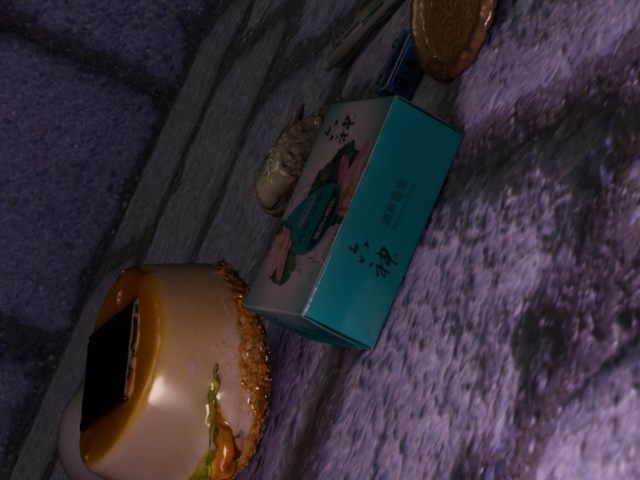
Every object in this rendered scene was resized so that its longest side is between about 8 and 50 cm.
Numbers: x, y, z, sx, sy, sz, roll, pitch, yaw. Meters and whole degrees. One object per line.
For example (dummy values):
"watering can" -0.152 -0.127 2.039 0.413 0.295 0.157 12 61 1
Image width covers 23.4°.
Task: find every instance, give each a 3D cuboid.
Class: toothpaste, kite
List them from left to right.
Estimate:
"kite" -0.055 -0.119 2.255 0.127 0.016 0.229 -62 11 21
"toothpaste" 0.061 -0.297 2.103 0.218 0.041 0.064 -45 35 45

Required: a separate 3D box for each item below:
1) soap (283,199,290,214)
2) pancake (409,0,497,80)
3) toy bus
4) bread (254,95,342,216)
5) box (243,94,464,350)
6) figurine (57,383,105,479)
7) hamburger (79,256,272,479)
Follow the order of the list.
"soap" 0.000 0.000 1.754 0.121 0.063 0.183 -48 22 42
"pancake" 0.143 -0.266 1.678 0.199 0.021 0.199 -176 90 -67
"toy bus" 0.098 -0.202 1.802 0.083 0.038 0.046 -66 17 -4
"bread" -0.018 -0.104 1.887 0.172 0.064 0.232 -45 -4 1
"box" 0.032 -0.019 1.577 0.153 0.092 0.245 0 66 65
"figurine" -0.275 0.312 2.002 0.281 0.167 0.370 -87 18 -67
"hamburger" -0.162 0.164 1.767 0.276 0.179 0.294 -39 43 52
